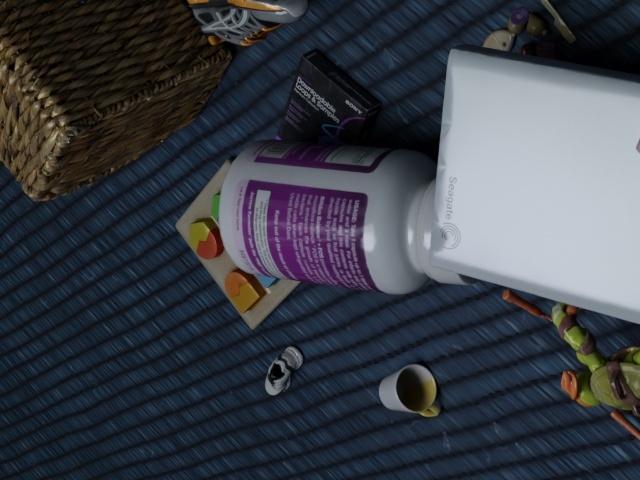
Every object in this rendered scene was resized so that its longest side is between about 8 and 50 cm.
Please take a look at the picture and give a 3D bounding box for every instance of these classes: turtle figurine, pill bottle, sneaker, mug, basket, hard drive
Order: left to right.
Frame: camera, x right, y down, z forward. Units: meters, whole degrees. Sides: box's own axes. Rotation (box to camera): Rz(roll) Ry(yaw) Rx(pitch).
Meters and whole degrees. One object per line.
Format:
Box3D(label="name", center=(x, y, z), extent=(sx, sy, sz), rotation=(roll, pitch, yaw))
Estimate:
Box3D(label="basket", center=(-0.307, -0.215, 1.796), extent=(0.223, 0.299, 0.213), rotation=(50, 142, 8))
Box3D(label="sneaker", center=(-0.082, -0.277, 1.690), extent=(0.215, 0.084, 0.083), rotation=(16, 129, 52))
Box3D(label="sneaker", center=(-0.062, 0.191, 1.996), extent=(0.040, 0.044, 0.109), rotation=(45, 141, 15))
Box3D(label="pill bottle", center=(0.046, -0.026, 1.618), extent=(0.301, 0.169, 0.169), rotation=(7, 120, 32))
Box3D(label="mug", center=(0.110, 0.201, 1.802), extent=(0.064, 0.062, 0.078), rotation=(-22, 90, 60))
Box3D(label="hard drive", center=(0.276, -0.045, 1.341), extent=(0.353, 0.047, 0.233), rotation=(16, 112, 31))
Box3D(label="turtle figurine", center=(0.327, 0.128, 1.451), extent=(0.269, 0.087, 0.217), rotation=(46, 137, -13))

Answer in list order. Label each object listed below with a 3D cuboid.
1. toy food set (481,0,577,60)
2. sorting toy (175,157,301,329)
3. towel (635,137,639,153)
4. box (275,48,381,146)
Box3D(label="toy food set", center=(0.211, -0.198, 1.461), extent=(0.078, 0.019, 0.122), rotation=(55, 142, 6))
Box3D(label="sorting toy", center=(-0.115, 0.011, 1.940), extent=(0.193, 0.038, 0.208), rotation=(53, 142, 8))
Box3D(label="towel", center=(0.464, -0.108, 1.082), extent=(0.317, 0.053, 0.332), rotation=(44, 107, 22))
Box3D(label="box", center=(0.005, -0.140, 1.718), extent=(0.116, 0.029, 0.162), rotation=(41, 137, 21))
